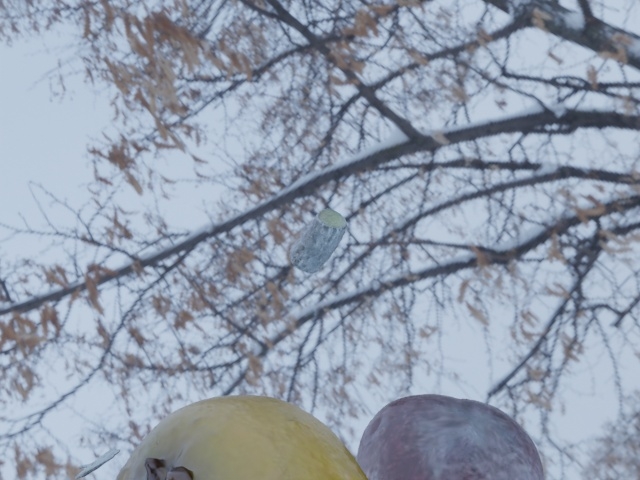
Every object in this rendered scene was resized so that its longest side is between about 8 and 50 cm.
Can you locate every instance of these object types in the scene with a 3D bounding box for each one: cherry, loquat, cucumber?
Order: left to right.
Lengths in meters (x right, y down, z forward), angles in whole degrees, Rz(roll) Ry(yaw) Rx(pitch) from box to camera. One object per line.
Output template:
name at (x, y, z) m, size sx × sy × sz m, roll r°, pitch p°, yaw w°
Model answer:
loquat at (-0.070, 0.270, 0.738) m, size 0.275 × 0.275 × 0.275 m, roll -20°, pitch -45°, yaw -22°
cucumber at (-0.001, 0.001, 1.379) m, size 0.064 × 0.064 × 0.112 m, roll 5°, pitch -45°, yaw -39°
cherry at (0.153, 0.307, 1.019) m, size 0.230 × 0.300 × 0.203 m, roll 21°, pitch -61°, yaw -4°

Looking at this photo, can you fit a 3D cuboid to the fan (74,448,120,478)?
fan at (-0.264, 0.259, 0.969) m, size 0.056 × 0.004 × 0.083 m, roll -34°, pitch 5°, yaw -40°
